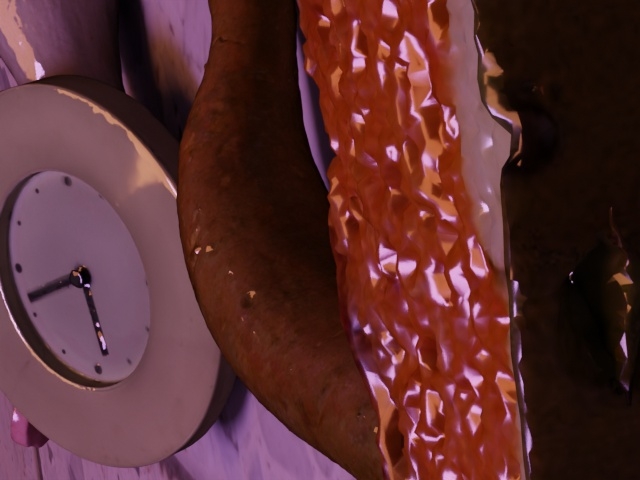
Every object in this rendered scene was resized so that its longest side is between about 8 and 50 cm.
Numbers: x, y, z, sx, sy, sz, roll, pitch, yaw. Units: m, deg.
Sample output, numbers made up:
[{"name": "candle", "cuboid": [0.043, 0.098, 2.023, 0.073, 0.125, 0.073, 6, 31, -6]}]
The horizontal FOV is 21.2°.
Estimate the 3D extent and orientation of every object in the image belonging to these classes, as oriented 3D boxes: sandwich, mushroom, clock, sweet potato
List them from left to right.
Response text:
[{"name": "mushroom", "cuboid": [-0.151, -0.117, 1.047, 0.116, 0.093, 0.225, 99, 146, -70]}, {"name": "clock", "cuboid": [-0.136, 0.019, 0.995, 0.235, 0.029, 0.235, 16, 116, 36]}, {"name": "sweet potato", "cuboid": [-0.005, 0.002, 0.705, 0.108, 0.079, 0.346, -49, 46, 30]}, {"name": "sandwich", "cuboid": [0.064, -0.018, 0.450, 0.212, 0.109, 0.292, 128, 132, -74]}]

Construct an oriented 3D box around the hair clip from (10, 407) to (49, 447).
[{"name": "hair clip", "cuboid": [-0.171, 0.056, 1.156, 0.123, 0.102, 0.138, 104, 151, -44]}]
